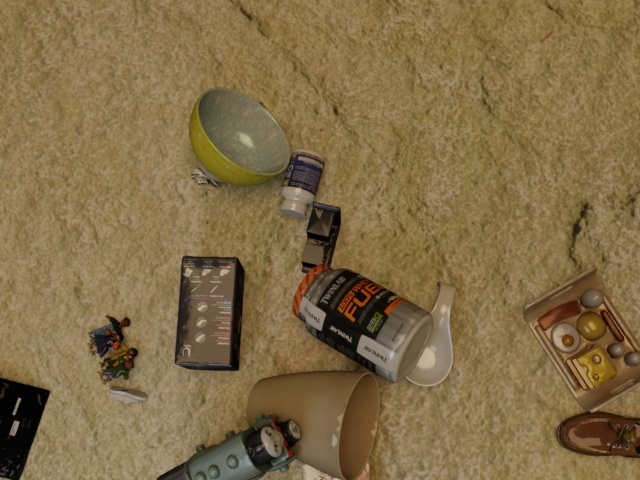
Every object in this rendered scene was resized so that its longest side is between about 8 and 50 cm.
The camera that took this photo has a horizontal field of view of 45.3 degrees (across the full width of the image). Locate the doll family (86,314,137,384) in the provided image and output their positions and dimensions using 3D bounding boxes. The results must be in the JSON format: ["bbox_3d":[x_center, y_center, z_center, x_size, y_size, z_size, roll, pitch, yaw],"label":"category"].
[{"bbox_3d":[-0.524,0.273,1.960,0.111,0.076,0.193,-28,74,0],"label":"doll family"}]

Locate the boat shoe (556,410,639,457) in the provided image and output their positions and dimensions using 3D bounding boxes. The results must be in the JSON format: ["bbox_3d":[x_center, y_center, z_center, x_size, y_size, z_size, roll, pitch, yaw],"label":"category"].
[{"bbox_3d":[0.736,0.469,1.857,0.307,0.104,0.111,0,76,2],"label":"boat shoe"}]

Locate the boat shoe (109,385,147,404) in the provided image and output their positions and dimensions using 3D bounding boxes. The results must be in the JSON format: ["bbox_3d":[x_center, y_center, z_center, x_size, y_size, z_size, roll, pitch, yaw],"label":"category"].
[{"bbox_3d":[-0.490,0.399,1.951,0.100,0.035,0.035,11,104,0],"label":"boat shoe"}]

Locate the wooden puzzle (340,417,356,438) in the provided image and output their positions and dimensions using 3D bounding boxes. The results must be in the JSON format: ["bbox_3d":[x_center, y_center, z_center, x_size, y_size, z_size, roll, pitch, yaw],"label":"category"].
[{"bbox_3d":[0.069,0.483,1.921,0.116,0.014,0.078,-10,72,-1],"label":"wooden puzzle"}]

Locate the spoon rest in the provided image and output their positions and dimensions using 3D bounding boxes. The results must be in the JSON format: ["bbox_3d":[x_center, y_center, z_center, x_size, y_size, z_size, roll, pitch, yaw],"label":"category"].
[{"bbox_3d":[0.285,0.233,1.939,0.137,0.084,0.276,17,77,6],"label":"spoon rest"}]

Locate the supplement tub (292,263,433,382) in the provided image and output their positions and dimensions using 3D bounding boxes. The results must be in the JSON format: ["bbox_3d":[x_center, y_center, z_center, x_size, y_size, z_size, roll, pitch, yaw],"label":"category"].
[{"bbox_3d":[0.098,0.193,1.878,0.316,0.193,0.193,27,78,24],"label":"supplement tub"}]

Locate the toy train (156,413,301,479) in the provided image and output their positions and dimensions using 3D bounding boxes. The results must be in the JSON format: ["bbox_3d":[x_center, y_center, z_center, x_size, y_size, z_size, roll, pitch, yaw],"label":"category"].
[{"bbox_3d":[-0.201,0.497,1.697,0.334,0.190,0.142,-30,79,18],"label":"toy train"}]

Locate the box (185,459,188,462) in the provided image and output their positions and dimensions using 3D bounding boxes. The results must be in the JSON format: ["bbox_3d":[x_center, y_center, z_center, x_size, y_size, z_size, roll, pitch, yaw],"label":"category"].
[{"bbox_3d":[-0.305,0.644,1.846,0.114,0.103,0.203,21,78,6],"label":"box"}]

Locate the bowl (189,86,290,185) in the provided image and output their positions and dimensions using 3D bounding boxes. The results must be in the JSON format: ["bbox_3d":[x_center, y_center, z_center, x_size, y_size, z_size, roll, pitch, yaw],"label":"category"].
[{"bbox_3d":[-0.239,-0.244,2.016,0.156,0.289,0.289,-41,75,36],"label":"bowl"}]

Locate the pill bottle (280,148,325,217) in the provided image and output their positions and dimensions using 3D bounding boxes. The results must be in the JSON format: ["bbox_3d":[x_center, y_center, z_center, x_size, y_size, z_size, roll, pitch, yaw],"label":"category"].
[{"bbox_3d":[-0.052,-0.151,2.036,0.094,0.094,0.169,14,77,5],"label":"pill bottle"}]

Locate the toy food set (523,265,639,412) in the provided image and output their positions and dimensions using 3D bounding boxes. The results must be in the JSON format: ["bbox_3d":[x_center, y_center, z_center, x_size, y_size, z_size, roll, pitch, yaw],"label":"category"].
[{"bbox_3d":[0.682,0.245,1.919,0.219,0.092,0.306,-29,77,-6],"label":"toy food set"}]

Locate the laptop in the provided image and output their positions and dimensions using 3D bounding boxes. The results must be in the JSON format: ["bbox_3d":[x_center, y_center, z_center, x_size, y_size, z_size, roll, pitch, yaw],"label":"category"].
[{"bbox_3d":[-0.863,0.458,1.955,0.264,0.136,0.234,20,77,-20],"label":"laptop"}]

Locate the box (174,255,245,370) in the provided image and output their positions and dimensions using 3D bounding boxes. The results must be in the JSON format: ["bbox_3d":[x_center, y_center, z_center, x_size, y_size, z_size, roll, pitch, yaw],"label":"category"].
[{"bbox_3d":[-0.275,0.186,1.925,0.143,0.165,0.270,1,76,2],"label":"box"}]

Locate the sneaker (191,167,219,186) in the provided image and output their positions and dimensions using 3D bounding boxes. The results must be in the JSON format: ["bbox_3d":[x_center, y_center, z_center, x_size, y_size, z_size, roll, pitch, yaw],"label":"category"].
[{"bbox_3d":[-0.314,-0.163,2.084,0.083,0.032,0.037,33,93,14],"label":"sneaker"}]

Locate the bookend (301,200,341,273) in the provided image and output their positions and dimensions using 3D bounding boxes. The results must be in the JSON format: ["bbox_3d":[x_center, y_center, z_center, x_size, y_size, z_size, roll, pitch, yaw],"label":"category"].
[{"bbox_3d":[0.000,0.000,1.966,0.072,0.157,0.156,14,76,5],"label":"bookend"}]

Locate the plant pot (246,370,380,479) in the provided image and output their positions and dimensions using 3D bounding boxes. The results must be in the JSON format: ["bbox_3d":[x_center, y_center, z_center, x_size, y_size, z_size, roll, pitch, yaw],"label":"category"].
[{"bbox_3d":[-0.029,0.418,1.838,0.274,0.256,0.256,7,76,25],"label":"plant pot"}]

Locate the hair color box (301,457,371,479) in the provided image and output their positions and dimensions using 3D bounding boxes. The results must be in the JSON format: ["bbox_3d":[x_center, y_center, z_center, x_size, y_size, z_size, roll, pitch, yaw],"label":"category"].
[{"bbox_3d":[0.040,0.584,1.877,0.167,0.053,0.093,-5,75,-1],"label":"hair color box"}]
